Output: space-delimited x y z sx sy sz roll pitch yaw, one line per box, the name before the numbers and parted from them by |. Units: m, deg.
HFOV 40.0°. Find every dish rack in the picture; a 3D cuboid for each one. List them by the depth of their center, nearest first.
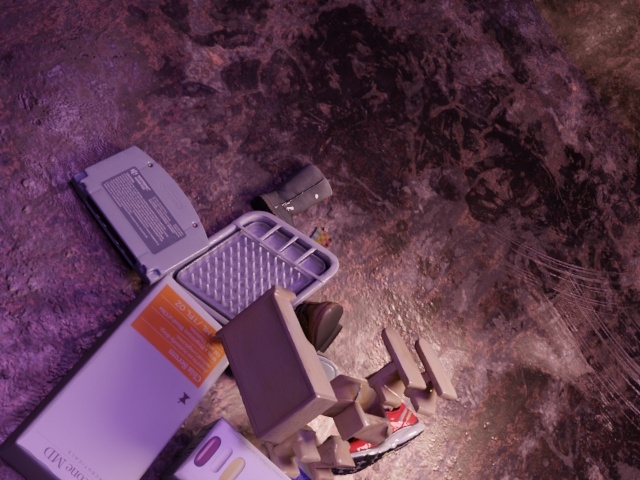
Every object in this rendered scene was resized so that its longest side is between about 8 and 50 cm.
dish rack | -0.155 0.083 1.989 0.285 0.072 0.333 33 48 25

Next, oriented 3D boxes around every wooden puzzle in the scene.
wooden puzzle | 0.000 0.000 2.226 0.049 0.006 0.083 43 54 -11

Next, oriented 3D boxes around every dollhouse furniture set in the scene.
dollhouse furniture set | 0.004 0.286 1.820 0.394 0.362 0.256 26 32 -50

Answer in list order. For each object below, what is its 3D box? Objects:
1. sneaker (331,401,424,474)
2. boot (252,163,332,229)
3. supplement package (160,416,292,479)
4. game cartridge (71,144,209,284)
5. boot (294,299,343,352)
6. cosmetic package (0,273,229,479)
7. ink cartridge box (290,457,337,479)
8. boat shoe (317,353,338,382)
sneaker | 0.115 0.462 2.077 0.279 0.107 0.118 -15 61 -39
boot | -0.049 -0.079 2.194 0.208 0.076 0.190 -29 90 -44
supplement package | -0.166 0.503 1.757 0.262 0.204 0.145 42 66 -2
game cartridge | -0.388 -0.063 1.949 0.196 0.060 0.294 -33 83 -32
boot | -0.018 0.180 1.977 0.115 0.305 0.112 38 78 8
cosmetic package | -0.389 0.310 1.753 0.230 0.161 0.453 45 54 -10
ink cartridge box | -0.040 0.596 1.936 0.206 0.045 0.208 48 55 -7
boat shoe | -0.106 0.265 2.002 0.302 0.091 0.114 30 83 -17
